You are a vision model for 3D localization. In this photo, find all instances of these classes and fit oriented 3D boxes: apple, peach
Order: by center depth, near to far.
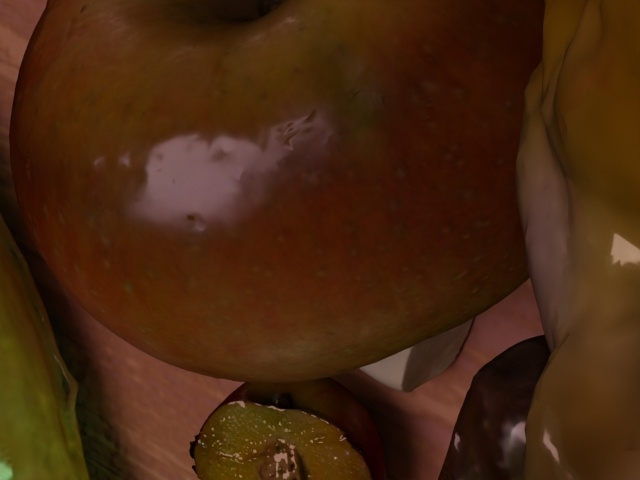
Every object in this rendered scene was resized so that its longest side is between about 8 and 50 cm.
[{"bbox_3d":[0.006,-0.050,0.662,0.235,0.173,0.210,-14,49,21],"label":"apple"},{"bbox_3d":[-0.006,0.099,0.808,0.098,0.061,0.098,15,127,21],"label":"peach"}]

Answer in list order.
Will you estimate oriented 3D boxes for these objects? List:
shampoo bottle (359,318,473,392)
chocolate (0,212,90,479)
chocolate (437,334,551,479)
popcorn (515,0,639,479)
[{"bbox_3d":[0.000,0.000,0.784,0.152,0.045,0.077,35,123,30],"label":"shampoo bottle"},{"bbox_3d":[-0.230,0.038,0.956,0.162,0.162,0.445,-35,81,43],"label":"chocolate"},{"bbox_3d":[0.139,0.138,0.658,0.214,0.093,0.148,29,121,35],"label":"chocolate"},{"bbox_3d":[0.221,-0.017,0.371,0.354,0.344,0.390,19,137,1],"label":"popcorn"}]
